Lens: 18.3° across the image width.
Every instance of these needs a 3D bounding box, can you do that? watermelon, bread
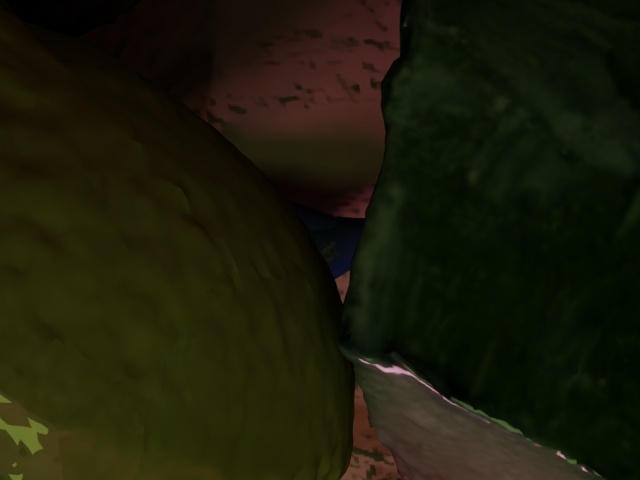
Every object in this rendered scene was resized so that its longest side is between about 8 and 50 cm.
[{"bbox_3d":[0.130,0.014,0.596,0.151,0.264,0.302,12,143,21],"label":"watermelon"},{"bbox_3d":[-0.148,0.029,0.517,0.237,0.320,0.320,-52,126,-12],"label":"bread"}]

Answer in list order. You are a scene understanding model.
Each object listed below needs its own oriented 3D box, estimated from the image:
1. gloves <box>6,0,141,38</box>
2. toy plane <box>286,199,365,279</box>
[{"bbox_3d":[-0.144,-0.143,0.505,0.142,0.119,0.285,-35,140,18],"label":"gloves"},{"bbox_3d":[0.000,0.000,0.685,0.167,0.054,0.062,-9,104,-1],"label":"toy plane"}]
